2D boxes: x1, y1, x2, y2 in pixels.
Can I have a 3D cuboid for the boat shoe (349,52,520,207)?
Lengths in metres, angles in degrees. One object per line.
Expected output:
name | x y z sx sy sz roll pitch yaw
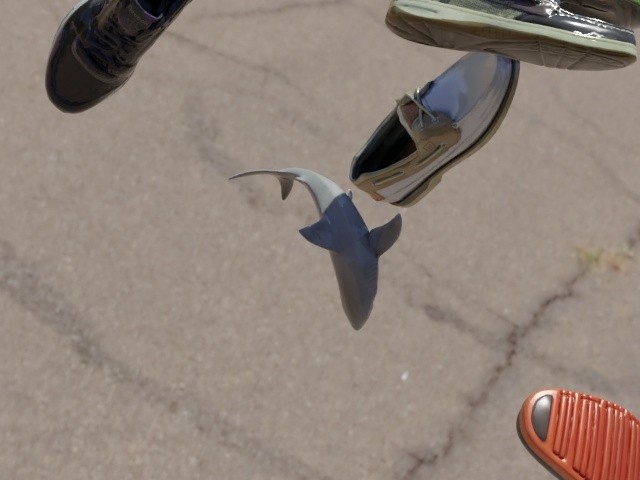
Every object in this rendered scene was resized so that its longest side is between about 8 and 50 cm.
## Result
boat shoe | 0.156 -0.161 1.746 0.103 0.302 0.113 12 40 -36

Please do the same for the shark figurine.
shark figurine | -0.005 -0.029 1.688 0.116 0.166 0.278 -12 58 -43

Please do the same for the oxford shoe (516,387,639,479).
oxford shoe | 0.261 0.220 1.113 0.271 0.098 0.097 35 54 -21

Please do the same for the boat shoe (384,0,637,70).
boat shoe | 0.171 -0.202 1.106 0.223 0.074 0.080 10 -8 5

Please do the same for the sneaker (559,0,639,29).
sneaker | 0.311 -0.372 1.624 0.482 0.202 0.185 21 62 -39

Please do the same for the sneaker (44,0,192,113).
sneaker | -0.233 -0.262 1.480 0.107 0.283 0.124 40 12 -13
